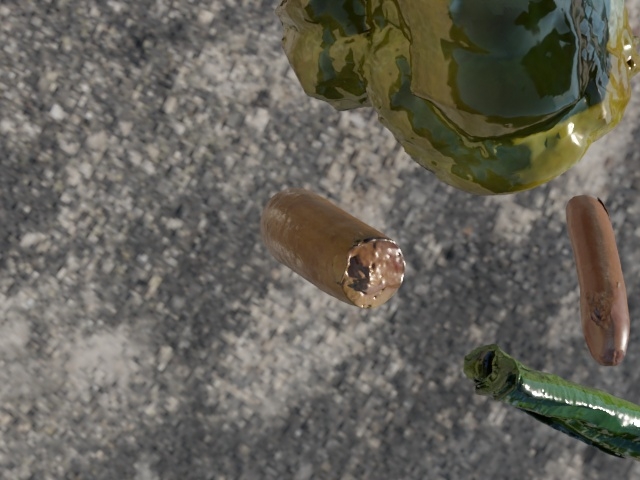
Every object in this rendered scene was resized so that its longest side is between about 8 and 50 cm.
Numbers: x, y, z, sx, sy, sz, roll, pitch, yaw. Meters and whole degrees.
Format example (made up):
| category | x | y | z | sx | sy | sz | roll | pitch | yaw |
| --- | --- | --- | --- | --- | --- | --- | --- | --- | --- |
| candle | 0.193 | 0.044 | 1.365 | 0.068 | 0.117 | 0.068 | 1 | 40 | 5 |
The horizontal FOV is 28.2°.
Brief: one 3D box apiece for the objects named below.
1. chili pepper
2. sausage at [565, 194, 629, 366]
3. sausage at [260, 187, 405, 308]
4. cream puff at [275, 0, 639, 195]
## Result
| category | x | y | z | sx | sy | sz | roll | pitch | yaw |
| --- | --- | --- | --- | --- | --- | --- | --- | --- | --- |
| chili pepper | 0.287 | 0.169 | 1.218 | 0.359 | 0.085 | 0.076 | 19 | 91 | -32 |
| sausage | 0.235 | 0.027 | 1.083 | 0.186 | 0.043 | 0.043 | -88 | 166 | -46 |
| sausage | -0.001 | 0.002 | 1.549 | 0.109 | 0.270 | 0.108 | -7 | 108 | -23 |
| cream puff | 0.062 | -0.132 | 0.648 | 0.195 | 0.195 | 0.220 | -10 | 97 | -45 |
